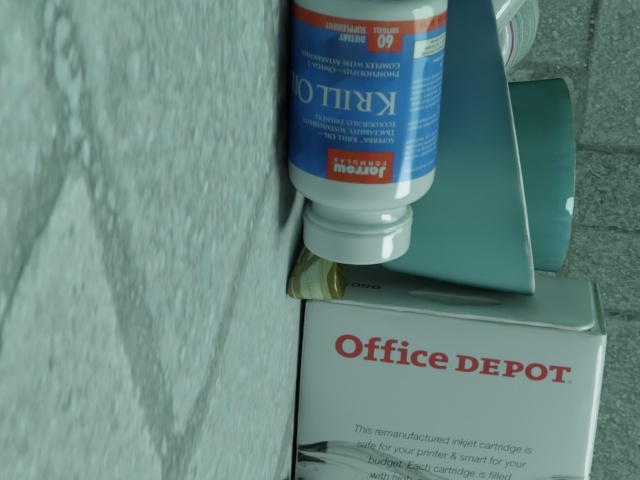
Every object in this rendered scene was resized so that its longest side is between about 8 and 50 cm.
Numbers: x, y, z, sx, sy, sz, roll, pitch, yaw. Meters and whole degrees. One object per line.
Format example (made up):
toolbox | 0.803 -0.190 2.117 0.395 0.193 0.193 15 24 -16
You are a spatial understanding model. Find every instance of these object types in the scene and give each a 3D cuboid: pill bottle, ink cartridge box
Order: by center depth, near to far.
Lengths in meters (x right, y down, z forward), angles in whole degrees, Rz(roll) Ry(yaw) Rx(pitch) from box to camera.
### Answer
pill bottle | 0.035 -0.098 1.059 0.124 0.124 0.221 -66 159 -64
ink cartridge box | 0.125 0.229 1.339 0.166 0.286 0.394 -63 158 -71
pill bottle | 0.225 -0.310 1.895 0.283 0.160 0.160 -39 135 -63

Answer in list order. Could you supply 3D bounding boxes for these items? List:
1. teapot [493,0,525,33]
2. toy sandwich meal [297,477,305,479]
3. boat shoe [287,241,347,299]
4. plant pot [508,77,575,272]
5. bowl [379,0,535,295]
teapot | 0.157 -0.328 1.551 0.252 0.187 0.256 -48 175 -44
toy sandwich meal | -0.024 0.268 1.246 0.085 0.029 0.085 6 90 -81
boat shoe | 0.000 0.002 1.203 0.153 0.048 0.056 -83 162 -52
plant pot | 0.240 -0.098 1.963 0.293 0.235 0.293 0 90 -89
bowl | 0.103 -0.090 1.255 0.311 0.163 0.311 -9 90 -82
